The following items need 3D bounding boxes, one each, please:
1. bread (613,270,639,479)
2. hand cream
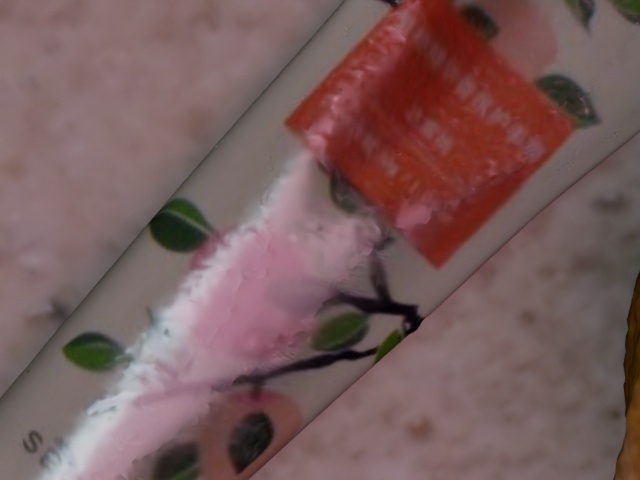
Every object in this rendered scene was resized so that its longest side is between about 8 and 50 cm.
[{"bbox_3d":[0.185,0.033,0.407,0.268,0.145,0.268,-1,104,-5],"label":"bread"},{"bbox_3d":[0.000,0.000,0.441,0.080,0.050,0.234,43,94,-10],"label":"hand cream"}]
